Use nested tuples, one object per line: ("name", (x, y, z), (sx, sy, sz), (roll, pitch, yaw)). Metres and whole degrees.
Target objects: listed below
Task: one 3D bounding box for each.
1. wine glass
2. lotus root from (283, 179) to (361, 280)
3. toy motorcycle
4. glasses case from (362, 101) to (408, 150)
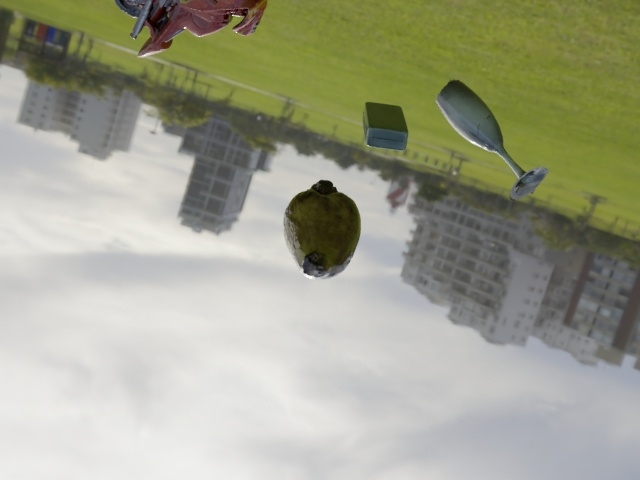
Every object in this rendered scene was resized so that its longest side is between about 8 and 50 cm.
("wine glass", (0.235, -0.146, 1.156), (0.066, 0.066, 0.198), (10, -142, -49))
("lotus root", (0.000, 0.000, 1.095), (0.108, 0.094, 0.191), (-9, -143, 9))
("toy motorcycle", (-0.194, -0.393, 1.306), (0.298, 0.171, 0.089), (-11, -145, 21))
("glasses case", (0.123, -0.222, 1.575), (0.077, 0.039, 0.184), (7, -156, -3))
